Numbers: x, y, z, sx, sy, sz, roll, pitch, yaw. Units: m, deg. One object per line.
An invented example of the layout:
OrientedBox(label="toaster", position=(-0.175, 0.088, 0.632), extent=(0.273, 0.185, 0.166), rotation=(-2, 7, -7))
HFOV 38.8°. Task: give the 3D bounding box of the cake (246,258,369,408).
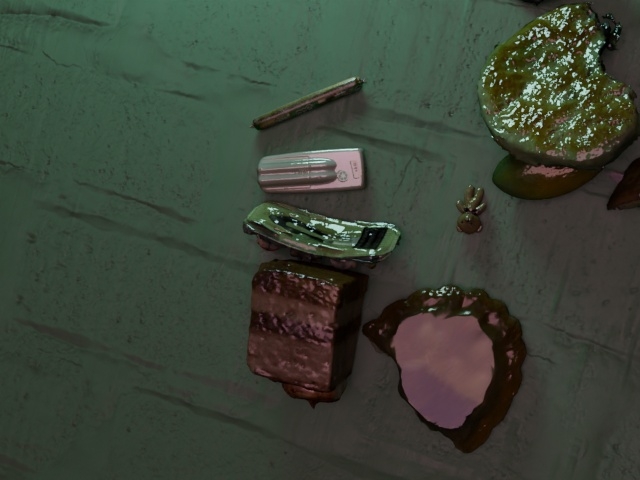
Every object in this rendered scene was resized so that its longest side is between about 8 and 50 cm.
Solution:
OrientedBox(label="cake", position=(-0.031, 0.192, 1.846), extent=(0.199, 0.196, 0.292), rotation=(9, 98, 16))

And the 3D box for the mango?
OrientedBox(label="mango", position=(0.457, -0.153, 1.762), extent=(0.237, 0.091, 0.137), rotation=(-39, 78, 16))

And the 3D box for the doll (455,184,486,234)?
OrientedBox(label="doll", position=(0.303, -0.061, 1.835), extent=(0.062, 0.051, 0.093), rotation=(9, 64, 15))

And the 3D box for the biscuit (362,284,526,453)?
OrientedBox(label="biscuit", position=(0.238, 0.246, 1.832), extent=(0.335, 0.078, 0.329), rotation=(14, 90, 12))

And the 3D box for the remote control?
OrientedBox(label="remote control", position=(-0.019, -0.144, 1.904), extent=(0.230, 0.049, 0.090), rotation=(-3, 93, 13))

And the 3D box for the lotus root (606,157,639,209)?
OrientedBox(label="lotus root", position=(0.622, -0.115, 1.710), extent=(0.160, 0.135, 0.095), rotation=(-17, 85, 1))

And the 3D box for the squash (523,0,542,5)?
OrientedBox(label="squash", position=(0.434, -0.565, 1.778), extent=(0.192, 0.085, 0.184), rotation=(43, 129, 13))

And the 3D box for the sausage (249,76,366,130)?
OrientedBox(label="sausage", position=(-0.029, -0.288, 1.913), extent=(0.269, 0.033, 0.032), rotation=(-20, 86, 14))

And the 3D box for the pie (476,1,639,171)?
OrientedBox(label="pie", position=(0.445, -0.282, 1.710), extent=(0.297, 0.078, 0.371), rotation=(-14, 62, 14))

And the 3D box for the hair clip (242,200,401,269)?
OrientedBox(label="hair clip", position=(0.001, 0.002, 1.873), extent=(0.322, 0.138, 0.091), rotation=(14, 123, 16))
